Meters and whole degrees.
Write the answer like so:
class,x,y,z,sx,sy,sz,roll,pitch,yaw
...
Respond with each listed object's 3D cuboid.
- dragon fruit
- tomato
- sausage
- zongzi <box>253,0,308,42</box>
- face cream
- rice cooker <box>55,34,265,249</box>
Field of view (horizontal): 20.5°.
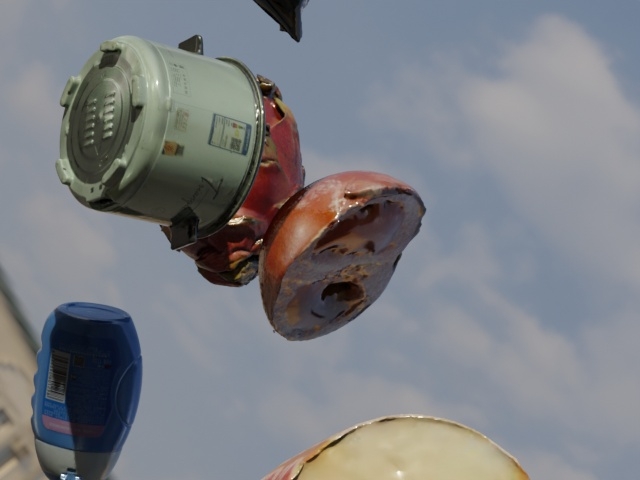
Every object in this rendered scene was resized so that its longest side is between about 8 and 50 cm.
class,x,y,z,sx,sy,sz,roll,pitch,yaw
dragon fruit,-0.130,-0.091,2.537,0.250,0.315,0.250,11,-5,1
tomato,0.000,0.000,1.965,0.112,0.199,0.228,47,-56,28
sausage,0.045,0.265,1.447,0.233,0.233,0.287,51,-16,1
zongzi,-0.060,-0.446,1.696,0.383,0.362,0.319,36,-1,-21
face cream,-0.324,0.221,2.443,0.149,0.083,0.264,10,-76,2
rice cooker,-0.193,-0.130,2.251,0.241,0.227,0.280,-21,-116,48
